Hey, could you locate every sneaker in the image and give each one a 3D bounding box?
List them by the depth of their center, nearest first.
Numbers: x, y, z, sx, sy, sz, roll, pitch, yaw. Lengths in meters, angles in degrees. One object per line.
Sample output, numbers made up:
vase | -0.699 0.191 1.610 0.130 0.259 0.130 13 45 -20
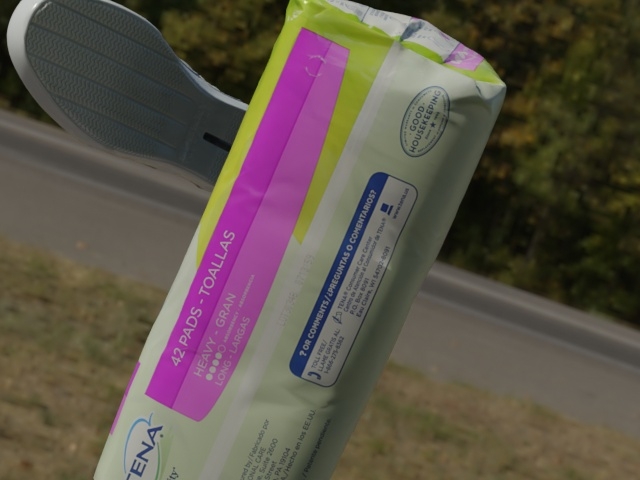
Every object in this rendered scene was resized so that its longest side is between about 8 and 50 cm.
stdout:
sneaker | -0.133 -0.097 1.093 0.091 0.094 0.258 20 -10 43

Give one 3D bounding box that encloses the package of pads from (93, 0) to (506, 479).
package of pads | 0.000 0.000 0.746 0.101 0.229 0.296 24 6 2
